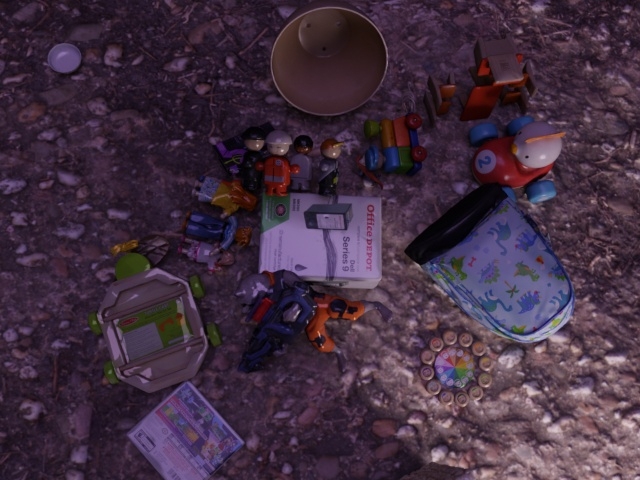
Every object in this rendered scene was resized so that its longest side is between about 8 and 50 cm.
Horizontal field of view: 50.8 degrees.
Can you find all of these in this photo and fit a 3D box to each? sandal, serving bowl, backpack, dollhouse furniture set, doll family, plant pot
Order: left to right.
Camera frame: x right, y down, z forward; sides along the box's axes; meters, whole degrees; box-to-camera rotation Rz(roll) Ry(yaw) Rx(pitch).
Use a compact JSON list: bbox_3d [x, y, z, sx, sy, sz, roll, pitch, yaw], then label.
[{"bbox_3d":[-0.655,-0.463,1.732,0.083,0.027,0.083,1,75,-5],"label":"serving bowl"},{"bbox_3d":[-0.430,0.059,1.612,0.072,0.049,0.180,37,91,1],"label":"sandal"},{"bbox_3d":[-0.237,-0.053,1.615,0.163,0.118,0.262,15,75,-1],"label":"doll family"},{"bbox_3d":[0.014,-0.484,1.694,0.284,0.284,0.191,-2,41,-5],"label":"plant pot"},{"bbox_3d":[0.414,-0.376,1.679,0.262,0.259,0.135,-9,67,-5],"label":"dollhouse furniture set"},{"bbox_3d":[0.427,0.076,1.586,0.290,0.273,0.355,-37,99,-5],"label":"backpack"}]

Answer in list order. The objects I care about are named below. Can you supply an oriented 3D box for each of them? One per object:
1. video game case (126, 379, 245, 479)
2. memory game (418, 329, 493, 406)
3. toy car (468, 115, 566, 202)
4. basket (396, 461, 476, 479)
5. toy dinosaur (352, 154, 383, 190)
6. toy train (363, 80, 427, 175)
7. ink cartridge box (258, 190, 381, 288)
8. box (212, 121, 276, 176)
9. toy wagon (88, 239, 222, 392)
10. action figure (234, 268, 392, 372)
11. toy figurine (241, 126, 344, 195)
[{"bbox_3d":[-0.306,0.451,1.533,0.183,0.023,0.201,-42,82,-13],"label":"video game case"},{"bbox_3d":[0.327,0.306,1.625,0.186,0.012,0.186,1,76,-4],"label":"memory game"},{"bbox_3d":[0.499,-0.221,1.656,0.210,0.238,0.219,-10,76,-7],"label":"toy car"},{"bbox_3d":[0.225,0.660,1.368,0.267,0.328,0.331,-23,78,-12],"label":"basket"},{"bbox_3d":[0.122,-0.178,1.702,0.047,0.090,0.082,-50,129,-4],"label":"toy dinosaur"},{"bbox_3d":[0.173,-0.288,1.703,0.143,0.105,0.248,-2,76,-17],"label":"toy train"},{"bbox_3d":[0.000,0.000,1.619,0.289,0.121,0.211,2,76,-3],"label":"ink cartridge box"},{"bbox_3d":[-0.176,-0.231,1.683,0.162,0.029,0.116,-25,45,-12],"label":"box"},{"bbox_3d":[-0.390,0.166,1.549,0.267,0.068,0.344,-20,85,-2],"label":"toy wagon"},{"bbox_3d":[-0.058,0.179,1.537,0.330,0.341,0.178,28,41,-20],"label":"action figure"},{"bbox_3d":[-0.069,-0.185,1.562,0.210,0.213,0.148,-2,100,-28],"label":"toy figurine"}]
